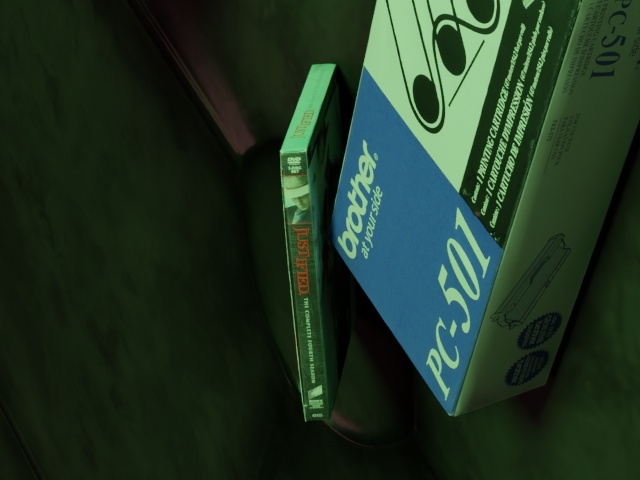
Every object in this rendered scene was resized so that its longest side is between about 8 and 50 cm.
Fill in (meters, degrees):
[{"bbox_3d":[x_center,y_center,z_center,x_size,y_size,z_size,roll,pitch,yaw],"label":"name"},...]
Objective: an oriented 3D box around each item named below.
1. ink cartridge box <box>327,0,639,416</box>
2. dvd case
[{"bbox_3d":[0.057,-0.043,0.672,0.097,0.046,0.207,56,151,32],"label":"ink cartridge box"},{"bbox_3d":[0.000,0.000,0.796,0.087,0.013,0.119,-73,-21,-62],"label":"dvd case"}]
